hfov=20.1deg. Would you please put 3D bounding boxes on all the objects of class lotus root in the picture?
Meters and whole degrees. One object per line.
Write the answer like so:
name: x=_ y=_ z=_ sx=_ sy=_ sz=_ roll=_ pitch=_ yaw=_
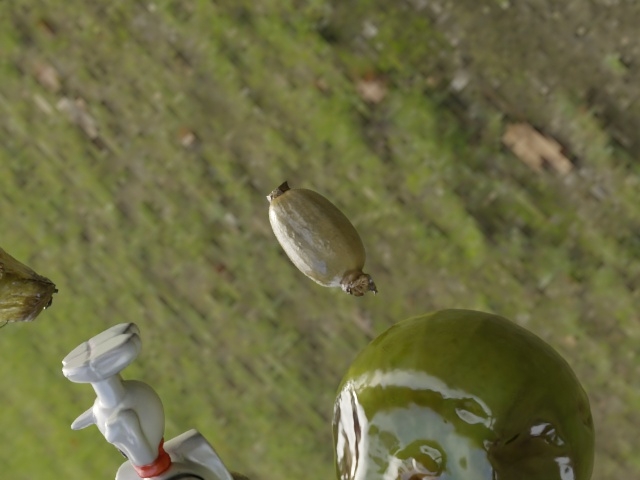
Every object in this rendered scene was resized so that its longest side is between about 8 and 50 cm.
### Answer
lotus root: x=0.000 y=0.000 z=1.794 sx=0.150 sy=0.073 sz=0.062 roll=49 pitch=134 yaw=15

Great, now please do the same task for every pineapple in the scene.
pineapple: x=-0.325 y=0.039 z=1.837 sx=0.116 sy=0.069 sz=0.137 roll=26 pitch=-164 yaw=-18

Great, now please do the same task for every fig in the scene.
fig: x=0.133 y=0.168 z=1.597 sx=0.239 sy=0.271 sz=0.239 roll=6 pitch=109 yaw=18

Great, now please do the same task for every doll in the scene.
doll: x=-0.156 y=0.213 z=1.819 sx=0.208 sy=0.144 sz=0.271 roll=36 pitch=-151 yaw=-89
